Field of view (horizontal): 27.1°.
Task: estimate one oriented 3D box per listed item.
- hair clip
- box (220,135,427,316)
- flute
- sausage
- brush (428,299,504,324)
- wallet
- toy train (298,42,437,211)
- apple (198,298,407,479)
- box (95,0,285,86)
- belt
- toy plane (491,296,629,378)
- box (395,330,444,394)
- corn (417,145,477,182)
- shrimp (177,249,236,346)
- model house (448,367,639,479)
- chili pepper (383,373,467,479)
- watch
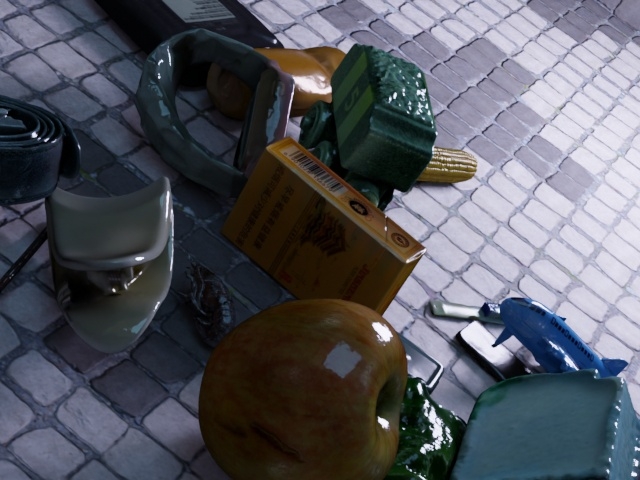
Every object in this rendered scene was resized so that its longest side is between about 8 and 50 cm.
[{"bbox_3d":[-0.273,0.027,1.730,0.172,0.113,0.282,-5,28,-7],"label":"hair clip"},{"bbox_3d":[0.000,0.000,1.965,0.274,0.174,0.076,40,35,13],"label":"box"},{"bbox_3d":[-0.385,0.022,1.727,0.014,0.014,0.269,30,24,-4],"label":"flute"},{"bbox_3d":[-0.050,-0.280,2.345,0.354,0.116,0.134,-11,50,-49],"label":"sausage"},{"bbox_3d":[0.255,0.114,2.160,0.178,0.030,0.033,9,49,-32],"label":"brush"},{"bbox_3d":[0.284,0.189,2.093,0.156,0.018,0.082,43,34,15],"label":"wallet"},{"bbox_3d":[0.073,-0.181,2.205,0.166,0.238,0.299,20,36,-23],"label":"toy train"},{"bbox_3d":[-0.023,0.195,1.623,0.264,0.264,0.264,22,34,-16],"label":"apple"},{"bbox_3d":[-0.235,-0.396,2.379,0.289,0.073,0.290,46,35,20],"label":"box"},{"bbox_3d":[-0.454,-0.122,1.771,0.267,0.116,0.206,11,25,-4],"label":"belt"},{"bbox_3d":[0.376,0.173,2.092,0.271,0.105,0.254,29,21,-22],"label":"toy plane"},{"bbox_3d":[0.120,0.180,1.958,0.126,0.031,0.091,36,33,8],"label":"box"},{"bbox_3d":[0.202,-0.139,2.411,0.207,0.068,0.068,1,44,-39],"label":"corn"},{"bbox_3d":[-0.161,0.077,1.841,0.056,0.065,0.165,44,9,-50],"label":"shrimp"},{"bbox_3d":[0.332,0.352,1.796,0.249,0.229,0.280,70,26,-21],"label":"model house"},{"bbox_3d":[0.118,0.294,1.755,0.136,0.099,0.270,54,24,-12],"label":"chili pepper"},{"bbox_3d":[-0.173,-0.207,2.088,0.241,0.162,0.253,14,62,-9],"label":"watch"}]
